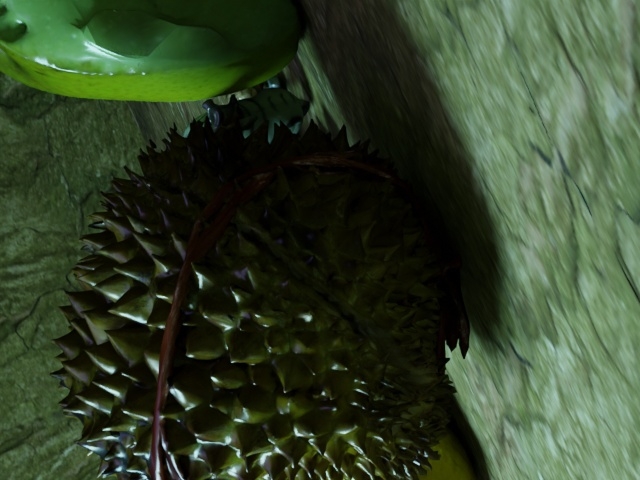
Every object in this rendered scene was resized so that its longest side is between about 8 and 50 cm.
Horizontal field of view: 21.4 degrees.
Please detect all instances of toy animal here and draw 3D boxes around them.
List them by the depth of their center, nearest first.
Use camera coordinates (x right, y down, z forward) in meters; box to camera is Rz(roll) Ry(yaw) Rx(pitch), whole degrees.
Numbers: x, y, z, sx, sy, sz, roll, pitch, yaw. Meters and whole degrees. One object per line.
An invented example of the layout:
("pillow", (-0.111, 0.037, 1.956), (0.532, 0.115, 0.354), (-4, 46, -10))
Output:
("toy animal", (-0.074, -0.099, 1.591), (0.073, 0.217, 0.176), (49, 134, 7))

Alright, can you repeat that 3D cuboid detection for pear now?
("pear", (-0.217, -0.254, 1.571), (0.238, 0.318, 0.342), (114, 133, -73))

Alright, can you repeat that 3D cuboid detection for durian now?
("durian", (-0.046, 0.071, 1.328), (0.384, 0.348, 0.347), (-142, 28, -74))

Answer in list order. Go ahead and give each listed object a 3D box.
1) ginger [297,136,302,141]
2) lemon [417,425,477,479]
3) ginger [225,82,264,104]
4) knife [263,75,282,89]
("ginger", (0.000, 0.000, 1.614), (0.157, 0.102, 0.216), (111, 145, -68))
("lemon", (0.038, 0.255, 1.663), (0.233, 0.233, 0.288), (67, 165, -11))
("ginger", (-0.080, -0.114, 1.928), (0.288, 0.075, 0.089), (94, 157, -67))
("knife", (-0.037, -0.080, 1.873), (0.343, 0.027, 0.061), (84, 176, -58))
